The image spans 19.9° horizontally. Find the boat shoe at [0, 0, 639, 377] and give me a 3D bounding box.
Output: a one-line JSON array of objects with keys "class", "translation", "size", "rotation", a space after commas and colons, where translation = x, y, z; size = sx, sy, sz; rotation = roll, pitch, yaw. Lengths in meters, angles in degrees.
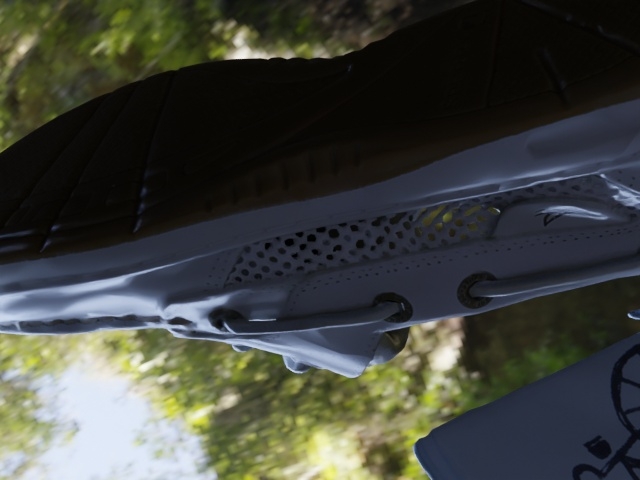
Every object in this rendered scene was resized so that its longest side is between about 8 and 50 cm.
[{"class": "boat shoe", "translation": [0.000, 0.000, 0.542], "size": [0.096, 0.277, 0.098], "rotation": [62, -148, -30]}]

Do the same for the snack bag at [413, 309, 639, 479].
[{"class": "snack bag", "translation": [0.252, 0.142, 0.850], "size": [0.342, 0.037, 0.323], "rotation": [-22, -120, -16]}]
